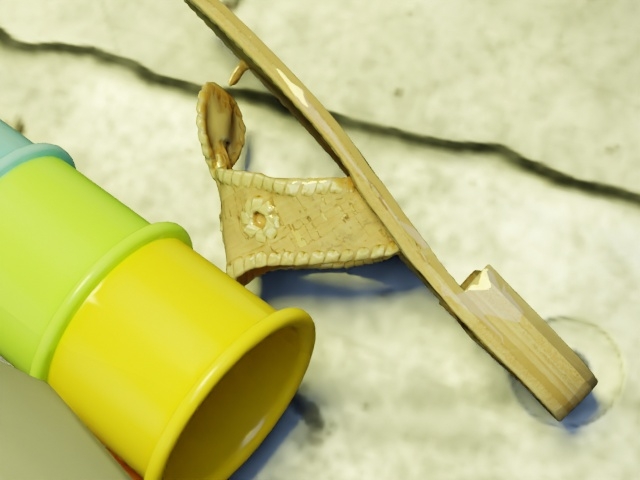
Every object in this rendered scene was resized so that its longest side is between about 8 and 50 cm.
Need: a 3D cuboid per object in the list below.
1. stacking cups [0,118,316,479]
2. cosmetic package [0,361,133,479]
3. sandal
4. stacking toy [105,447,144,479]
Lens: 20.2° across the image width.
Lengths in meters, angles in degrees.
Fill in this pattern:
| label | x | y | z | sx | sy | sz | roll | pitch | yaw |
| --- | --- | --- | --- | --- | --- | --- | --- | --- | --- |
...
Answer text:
| label | x | y | z | sx | sy | sz | roll | pitch | yaw |
| --- | --- | --- | --- | --- | --- | --- | --- | --- | --- |
| stacking cups | -0.146 | -0.025 | 0.732 | 0.316 | 0.096 | 0.096 | 39 | 82 | 20 |
| cosmetic package | -0.206 | 0.262 | 0.541 | 0.453 | 0.161 | 0.230 | -45 | 67 | 2 |
| sandal | -0.001 | -0.001 | 0.725 | 0.079 | 0.088 | 0.240 | -45 | 82 | 0 |
| stacking toy | -0.209 | 0.098 | 0.697 | 0.301 | 0.175 | 0.166 | 5 | 104 | -11 |
